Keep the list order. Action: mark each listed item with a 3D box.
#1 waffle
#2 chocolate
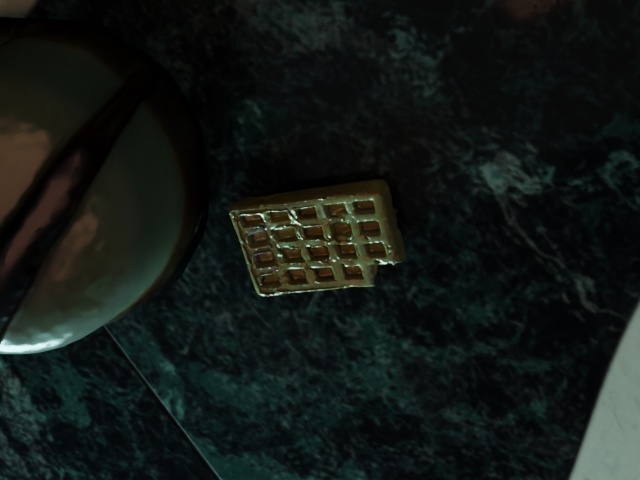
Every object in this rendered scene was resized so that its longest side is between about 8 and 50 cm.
[{"bbox_3d":[0.000,0.000,1.228,0.135,0.021,0.092,-6,115,22],"label":"waffle"},{"bbox_3d":[-0.237,-0.027,1.182,0.283,0.186,0.283,7,119,13],"label":"chocolate"}]
